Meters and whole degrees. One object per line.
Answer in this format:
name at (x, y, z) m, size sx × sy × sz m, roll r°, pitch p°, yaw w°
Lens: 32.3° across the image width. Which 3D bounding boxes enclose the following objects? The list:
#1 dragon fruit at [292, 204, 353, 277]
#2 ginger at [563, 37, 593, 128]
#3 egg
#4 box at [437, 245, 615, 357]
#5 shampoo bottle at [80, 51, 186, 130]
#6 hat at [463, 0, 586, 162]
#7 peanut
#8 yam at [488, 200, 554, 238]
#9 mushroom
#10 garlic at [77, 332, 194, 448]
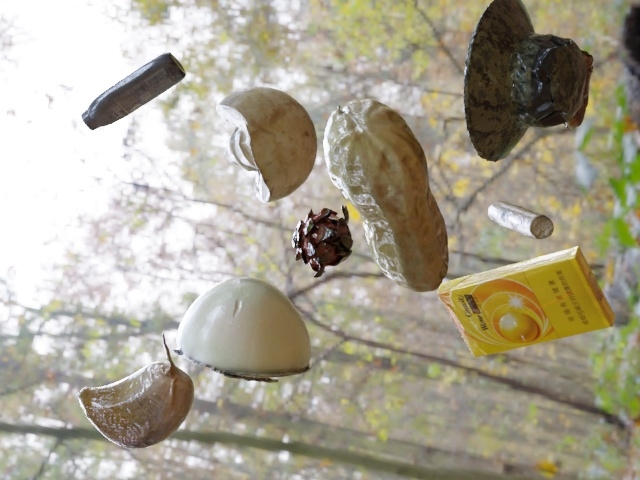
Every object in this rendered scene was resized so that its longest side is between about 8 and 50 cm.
dragon fruit at (0.005, -0.003, 2.119) m, size 0.121 × 0.142 × 0.130 m, roll -27°, pitch -59°, yaw -19°
ginger at (0.394, -0.262, 1.818) m, size 0.162 × 0.073 × 0.103 m, roll 82°, pitch 164°, yaw -48°
egg at (-0.134, 0.154, 2.106) m, size 0.286 × 0.264 × 0.174 m, roll -21°, pitch -58°, yaw -81°
box at (0.349, 0.110, 1.895) m, size 0.152 × 0.269 × 0.043 m, roll 59°, pitch -144°, yaw -17°
shampoo bottle at (-0.394, -0.308, 2.314) m, size 0.049 × 0.234 × 0.087 m, roll 62°, pitch -172°, yaw 30°
hat at (0.318, -0.236, 1.633) m, size 0.265 × 0.128 × 0.265 m, roll -20°, pitch -67°, yaw -55°
peanut at (0.105, -0.059, 1.612) m, size 0.313 × 0.149 × 0.149 m, roll 68°, pitch -149°, yaw -28°
yam at (0.372, -0.041, 2.071) m, size 0.241 × 0.057 × 0.056 m, roll -146°, pitch 64°, yaw -77°
mushroom at (-0.107, -0.221, 2.433) m, size 0.195 × 0.189 × 0.253 m, roll -3°, pitch 109°, yaw 69°
garlic at (-0.243, 0.219, 1.561) m, size 0.128 × 0.198 × 0.090 m, roll 47°, pitch -145°, yaw -15°
